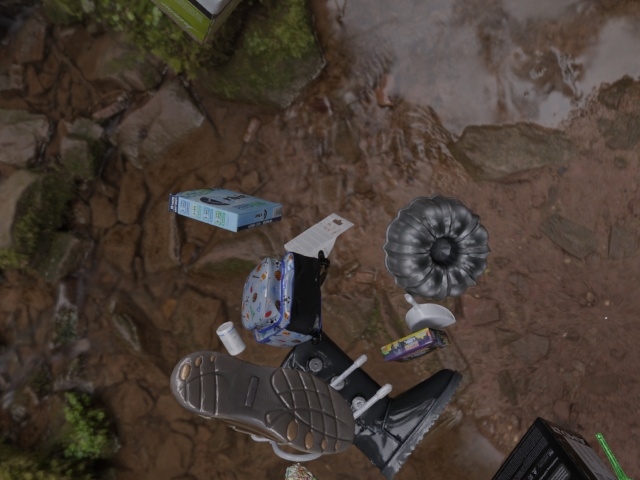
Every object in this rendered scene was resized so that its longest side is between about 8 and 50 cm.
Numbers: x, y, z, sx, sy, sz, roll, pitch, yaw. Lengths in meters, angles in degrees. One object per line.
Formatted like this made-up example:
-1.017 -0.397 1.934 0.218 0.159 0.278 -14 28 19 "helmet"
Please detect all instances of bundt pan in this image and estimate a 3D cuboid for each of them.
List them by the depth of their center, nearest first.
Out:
0.358 0.030 1.615 0.331 0.124 0.330 -2 99 -10 "bundt pan"

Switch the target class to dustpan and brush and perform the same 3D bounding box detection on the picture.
0.314 0.224 1.692 0.147 0.211 0.060 -25 54 22 "dustpan and brush"

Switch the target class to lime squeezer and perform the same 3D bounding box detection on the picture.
0.753 0.633 1.327 0.059 0.110 0.310 -48 31 35 "lime squeezer"

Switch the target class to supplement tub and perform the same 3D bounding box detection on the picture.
-0.326 0.358 1.993 0.071 0.071 0.107 -17 110 25 "supplement tub"

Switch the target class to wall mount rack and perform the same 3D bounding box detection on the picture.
-0.014 0.361 1.249 0.304 0.350 0.130 0 97 -10 "wall mount rack"

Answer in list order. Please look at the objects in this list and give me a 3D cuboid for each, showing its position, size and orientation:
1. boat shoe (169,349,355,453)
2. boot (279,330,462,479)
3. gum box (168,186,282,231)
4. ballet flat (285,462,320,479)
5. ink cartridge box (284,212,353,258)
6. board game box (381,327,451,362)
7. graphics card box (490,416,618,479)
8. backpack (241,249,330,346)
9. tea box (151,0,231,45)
-0.094 0.267 0.901 0.116 0.325 0.123 -38 29 58 "boat shoe"
0.134 0.400 1.588 0.445 0.146 0.367 37 75 18 "boot"
-0.202 -0.071 1.168 0.185 0.157 0.041 16 109 28 "gum box"
-0.006 0.732 1.535 0.241 0.077 0.091 34 109 9 "ballet flat"
0.000 0.000 1.926 0.225 0.056 0.181 -32 26 -12 "ink cartridge box"
0.296 0.326 1.678 0.170 0.141 0.048 -30 62 27 "board game box"
0.324 0.430 0.672 0.094 0.371 0.232 24 104 -15 "graphics card box"
-0.110 0.183 1.545 0.263 0.213 0.276 129 153 -54 "backpack"
-0.161 -0.542 0.881 0.329 0.220 0.323 -52 19 -4 "tea box"
